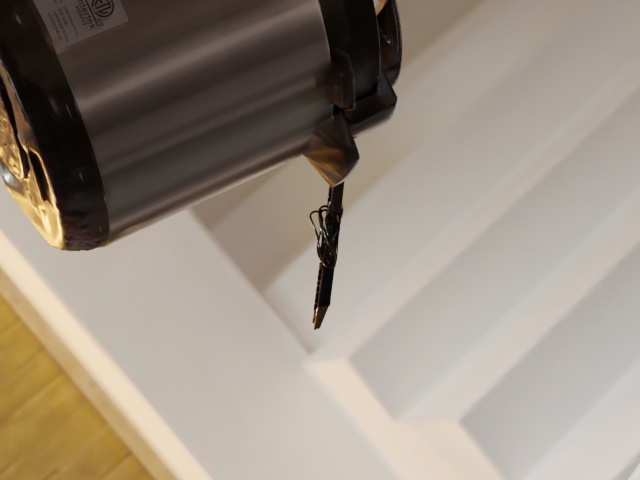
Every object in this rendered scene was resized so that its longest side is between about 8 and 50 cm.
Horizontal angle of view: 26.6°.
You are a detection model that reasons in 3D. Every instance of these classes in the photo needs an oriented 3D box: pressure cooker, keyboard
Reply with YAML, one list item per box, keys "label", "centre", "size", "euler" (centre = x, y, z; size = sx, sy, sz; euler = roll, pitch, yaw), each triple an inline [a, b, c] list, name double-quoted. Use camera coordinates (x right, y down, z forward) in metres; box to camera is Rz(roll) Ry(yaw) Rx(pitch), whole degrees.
- label: "pressure cooker"
  centre: [-0.133, -0.218, 1.300]
  size: [0.420, 0.370, 0.375]
  euler: [-27, 35, -18]
- label: "keyboard"
  centre: [0.000, 0.000, 1.582]
  size: [0.100, 0.038, 0.192]
  euler: [109, 169, -58]

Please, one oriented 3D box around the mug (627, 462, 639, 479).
- label: "mug"
  centre: [0.327, 0.076, 0.825]
  size: [0.374, 0.276, 0.328]
  euler: [-41, -29, -3]
